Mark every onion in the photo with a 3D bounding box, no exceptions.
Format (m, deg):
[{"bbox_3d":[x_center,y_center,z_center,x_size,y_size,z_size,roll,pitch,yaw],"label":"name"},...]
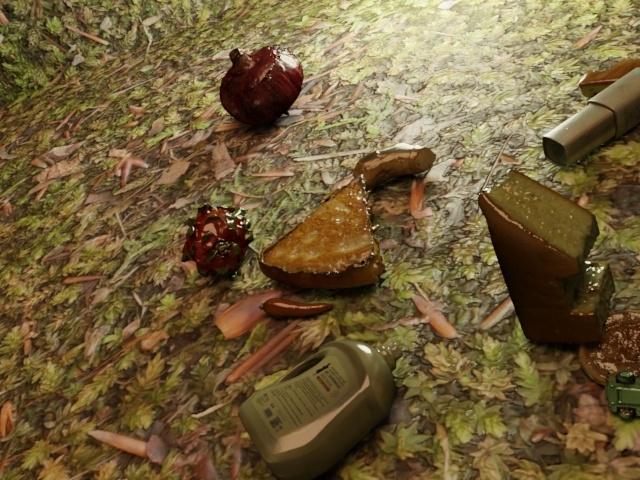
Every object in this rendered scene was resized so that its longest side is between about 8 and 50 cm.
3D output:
[{"bbox_3d":[-0.172,-0.440,1.761,0.252,0.219,0.252,-22,39,19],"label":"onion"}]

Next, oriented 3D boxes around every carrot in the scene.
[{"bbox_3d":[-0.047,0.123,1.165,0.142,0.035,0.035,1,43,19],"label":"carrot"}]

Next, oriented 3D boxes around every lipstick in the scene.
[{"bbox_3d":[0.541,-0.232,1.225,0.252,0.079,0.077,-35,39,-11],"label":"lipstick"}]

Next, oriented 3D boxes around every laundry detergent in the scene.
[{"bbox_3d":[0.013,0.231,0.950,0.253,0.091,0.181,-34,32,-11],"label":"laundry detergent"}]

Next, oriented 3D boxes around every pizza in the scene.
[{"bbox_3d":[0.000,0.000,1.251,0.251,0.074,0.288,-14,37,14],"label":"pizza"}]

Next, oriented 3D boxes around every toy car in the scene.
[{"bbox_3d":[0.420,0.192,0.798,0.121,0.059,0.035,-2,13,25],"label":"toy car"}]

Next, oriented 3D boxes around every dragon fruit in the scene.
[{"bbox_3d":[-0.213,-0.016,1.340,0.135,0.137,0.236,-51,24,29],"label":"dragon fruit"}]

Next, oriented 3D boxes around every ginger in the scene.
[{"bbox_3d":[0.151,-0.162,1.366,0.190,0.069,0.095,-21,59,4],"label":"ginger"}]

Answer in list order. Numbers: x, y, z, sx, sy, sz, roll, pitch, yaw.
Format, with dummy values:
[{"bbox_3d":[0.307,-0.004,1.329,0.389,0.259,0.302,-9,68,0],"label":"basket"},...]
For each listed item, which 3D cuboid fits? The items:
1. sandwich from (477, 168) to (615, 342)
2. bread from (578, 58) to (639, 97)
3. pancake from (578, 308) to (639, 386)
[{"bbox_3d":[0.323,0.017,0.909,0.128,0.236,0.122,-7,27,45],"label":"sandwich"},{"bbox_3d":[0.655,-0.334,1.308,0.226,0.049,0.088,5,47,34],"label":"bread"},{"bbox_3d":[0.425,0.151,0.872,0.139,0.022,0.139,-15,39,13],"label":"pancake"}]
